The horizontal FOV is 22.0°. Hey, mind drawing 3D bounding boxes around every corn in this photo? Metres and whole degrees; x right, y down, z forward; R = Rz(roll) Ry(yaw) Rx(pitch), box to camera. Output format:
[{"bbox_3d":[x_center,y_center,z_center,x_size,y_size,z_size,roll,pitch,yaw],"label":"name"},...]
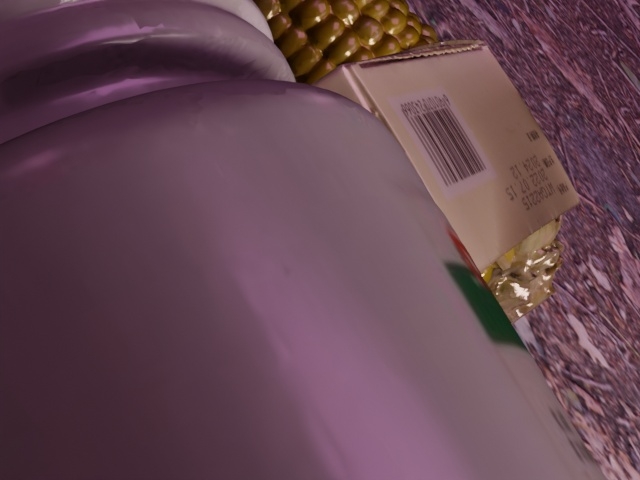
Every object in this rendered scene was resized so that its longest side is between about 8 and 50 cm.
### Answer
[{"bbox_3d":[0.004,-0.087,0.910,0.347,0.130,0.130,47,21,-2],"label":"corn"}]

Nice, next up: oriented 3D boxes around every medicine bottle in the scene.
[{"bbox_3d":[-0.045,0.064,0.437,0.208,0.208,0.339,10,47,-61],"label":"medicine bottle"}]

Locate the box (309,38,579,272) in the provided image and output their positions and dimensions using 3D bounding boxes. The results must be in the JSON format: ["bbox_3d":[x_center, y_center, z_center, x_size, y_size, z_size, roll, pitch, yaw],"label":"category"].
[{"bbox_3d":[0.000,0.000,0.694,0.095,0.168,0.212,57,21,3],"label":"box"}]
